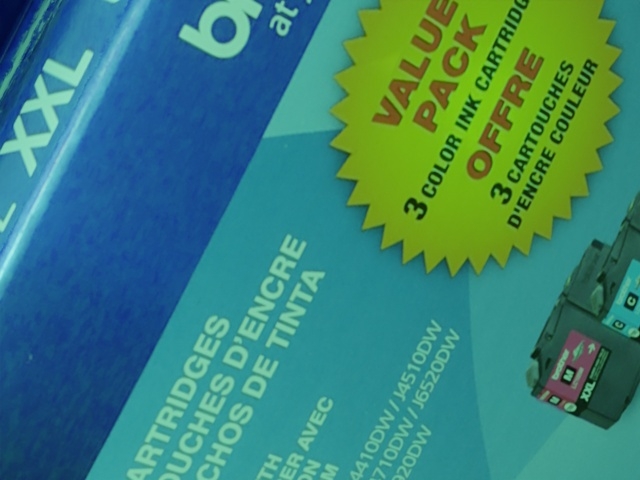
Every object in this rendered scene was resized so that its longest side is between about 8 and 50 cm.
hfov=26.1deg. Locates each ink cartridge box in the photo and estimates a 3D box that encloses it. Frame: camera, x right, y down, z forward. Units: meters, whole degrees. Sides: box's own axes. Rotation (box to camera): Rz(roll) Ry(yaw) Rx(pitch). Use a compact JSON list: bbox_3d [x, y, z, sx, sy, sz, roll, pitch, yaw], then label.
[{"bbox_3d":[0.000,0.000,0.489,0.151,0.395,0.270,29,93,58],"label":"ink cartridge box"}]
